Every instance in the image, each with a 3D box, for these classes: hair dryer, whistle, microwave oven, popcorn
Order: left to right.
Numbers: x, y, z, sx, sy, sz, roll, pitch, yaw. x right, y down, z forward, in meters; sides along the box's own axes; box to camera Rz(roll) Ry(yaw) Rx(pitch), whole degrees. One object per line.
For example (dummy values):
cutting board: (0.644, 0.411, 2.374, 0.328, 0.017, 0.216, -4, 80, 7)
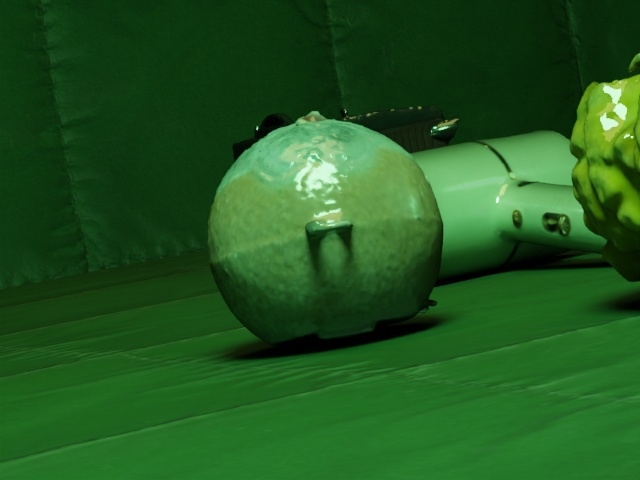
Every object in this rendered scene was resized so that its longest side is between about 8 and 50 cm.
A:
whistle: (0.000, 0.000, 1.574, 0.189, 0.189, 0.348, -10, -8, -3)
microwave oven: (0.030, -0.051, 2.091, 0.178, 0.188, 0.247, -10, 2, -19)
hair dryer: (0.217, -0.022, 1.824, 0.203, 0.128, 0.362, -11, 11, -31)
popcorn: (0.291, -0.055, 1.374, 0.250, 0.190, 0.250, -17, 3, 1)
